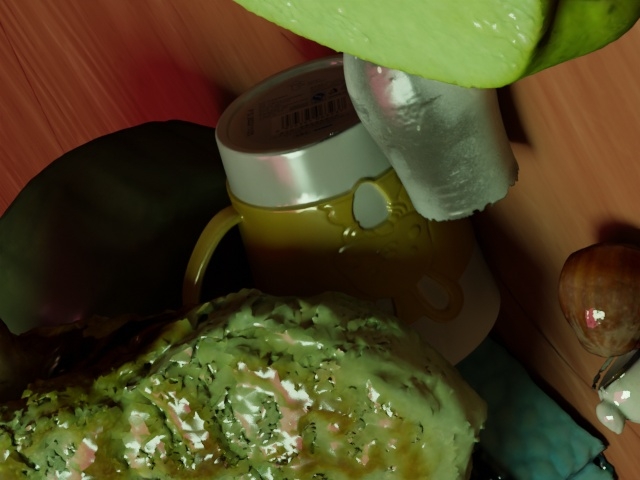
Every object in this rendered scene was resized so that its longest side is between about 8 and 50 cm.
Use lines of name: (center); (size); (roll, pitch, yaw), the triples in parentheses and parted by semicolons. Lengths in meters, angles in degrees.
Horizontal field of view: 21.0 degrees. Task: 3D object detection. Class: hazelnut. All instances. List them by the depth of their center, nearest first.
hazelnut: (0.202, 0.040, 1.193); (0.086, 0.086, 0.086); (41, 157, 21)

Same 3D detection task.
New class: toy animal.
toy animal: (0.258, 0.130, 1.251); (0.124, 0.085, 0.071); (45, 142, -5)

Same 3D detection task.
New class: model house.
model house: (0.081, 0.214, 1.510); (0.261, 0.241, 0.226); (44, 156, 13)

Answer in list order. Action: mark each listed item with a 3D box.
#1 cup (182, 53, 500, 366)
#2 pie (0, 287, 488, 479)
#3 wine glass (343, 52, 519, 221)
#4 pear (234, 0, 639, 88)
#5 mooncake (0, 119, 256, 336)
cup: (0.000, 0.000, 1.319); (0.185, 0.241, 0.226); (41, 155, 58)
pie: (-0.081, 0.200, 1.302); (0.418, 0.180, 0.395); (1, 135, 9)
wine glass: (0.059, -0.121, 1.165); (0.103, 0.103, 0.222); (21, 144, 51)
pear: (0.043, -0.190, 0.749); (0.292, 0.159, 0.292); (34, 161, 13)
mooncake: (-0.139, 0.073, 1.545); (0.194, 0.356, 0.356); (29, 152, 30)
